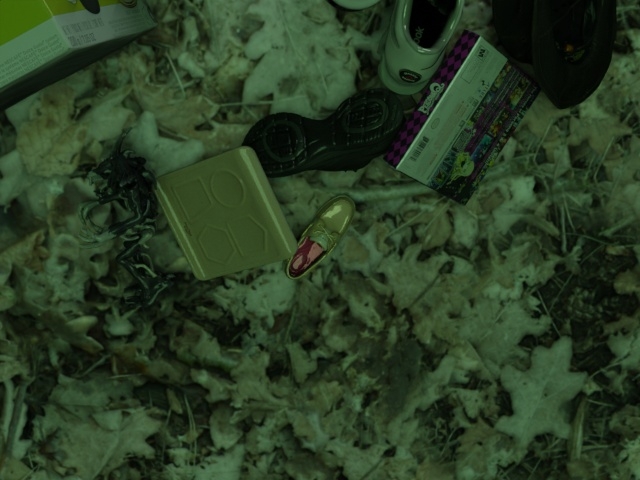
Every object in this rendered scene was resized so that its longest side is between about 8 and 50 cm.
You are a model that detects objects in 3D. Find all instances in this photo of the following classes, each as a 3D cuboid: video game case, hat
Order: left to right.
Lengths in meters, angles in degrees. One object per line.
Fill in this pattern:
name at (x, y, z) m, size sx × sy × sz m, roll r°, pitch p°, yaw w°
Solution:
video game case at (0.225, -0.184, 1.379) m, size 0.210 × 0.042 × 0.232 m, roll 20°, pitch 106°, yaw -48°
hat at (0.339, -0.367, 1.336) m, size 0.134 × 0.331 × 0.331 m, roll 14°, pitch 107°, yaw 38°

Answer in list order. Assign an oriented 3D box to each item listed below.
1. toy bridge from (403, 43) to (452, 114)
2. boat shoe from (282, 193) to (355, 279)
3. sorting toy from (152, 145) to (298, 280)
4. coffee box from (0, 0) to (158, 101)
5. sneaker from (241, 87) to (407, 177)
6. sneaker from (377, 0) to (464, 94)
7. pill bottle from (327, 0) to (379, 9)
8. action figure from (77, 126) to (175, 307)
toy bridge at (0.148, -0.246, 1.432) m, size 0.188 × 0.026 × 0.063 m, roll -34°, pitch 105°, yaw 6°
boat shoe at (0.000, 0.000, 1.466) m, size 0.063 × 0.059 × 0.170 m, roll 35°, pitch 100°, yaw -9°
sorting toy at (-0.154, -0.041, 1.433) m, size 0.208 × 0.038 × 0.193 m, roll -16°, pitch 105°, yaw 32°
coffee box at (-0.488, -0.352, 1.199) m, size 0.338 × 0.337 × 0.334 m, roll -24°, pitch 103°, yaw 15°
sneaker at (0.009, -0.147, 1.407) m, size 0.286 × 0.130 × 0.109 m, roll -9°, pitch 69°, yaw 21°
sneaker at (0.172, -0.389, 1.302) m, size 0.123 × 0.146 × 0.330 m, roll 11°, pitch 78°, yaw -9°
pill bottle at (0.051, -0.395, 1.307) m, size 0.108 × 0.193 × 0.108 m, roll 0°, pitch 103°, yaw -2°
action figure at (-0.317, -0.032, 1.400) m, size 0.141 × 0.164 × 0.275 m, roll -12°, pitch 109°, yaw -4°
